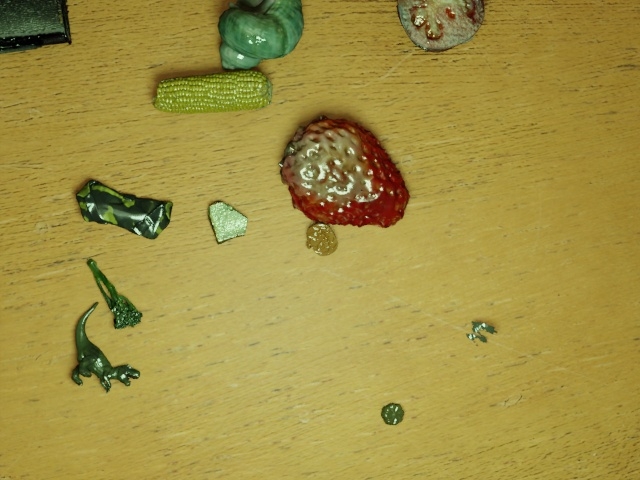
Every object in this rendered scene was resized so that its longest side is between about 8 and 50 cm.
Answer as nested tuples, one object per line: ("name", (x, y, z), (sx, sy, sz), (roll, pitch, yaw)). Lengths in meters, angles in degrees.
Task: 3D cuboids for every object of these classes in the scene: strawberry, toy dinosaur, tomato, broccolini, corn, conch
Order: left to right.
("toy dinosaur", (-0.523, 0.273, 1.874), (0.187, 0.087, 0.179), (33, 49, -18))
("broccolini", (-0.510, 0.130, 1.856), (0.074, 0.058, 0.201), (-37, 93, -12))
("corn", (-0.261, -0.359, 1.871), (0.292, 0.106, 0.106), (-3, 89, -3))
("conch", (-0.150, -0.518, 1.852), (0.220, 0.195, 0.277), (47, 110, 26))
("strawberry", (0.069, -0.155, 1.868), (0.336, 0.149, 0.265), (29, 85, -5))
("tomato", (0.293, -0.573, 1.926), (0.224, 0.085, 0.225), (0, 91, -2))

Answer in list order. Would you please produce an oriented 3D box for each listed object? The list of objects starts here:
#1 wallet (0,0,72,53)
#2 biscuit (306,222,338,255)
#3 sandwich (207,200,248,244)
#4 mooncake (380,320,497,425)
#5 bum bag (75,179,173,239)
("wallet", (-0.729, -0.583, 1.851), (0.220, 0.071, 0.262), (-11, 83, -4))
("biscuit", (0.000, 0.000, 1.904), (0.078, 0.015, 0.091), (-25, 114, 15))
("sandwich", (-0.228, -0.051, 1.895), (0.093, 0.036, 0.105), (-22, 90, -4))
("mooncake", (0.293, 0.332, 1.929), (0.150, 0.057, 0.347), (31, 93, -16))
("bum bag", (-0.478, -0.075, 1.862), (0.232, 0.060, 0.107), (14, 79, -7))
